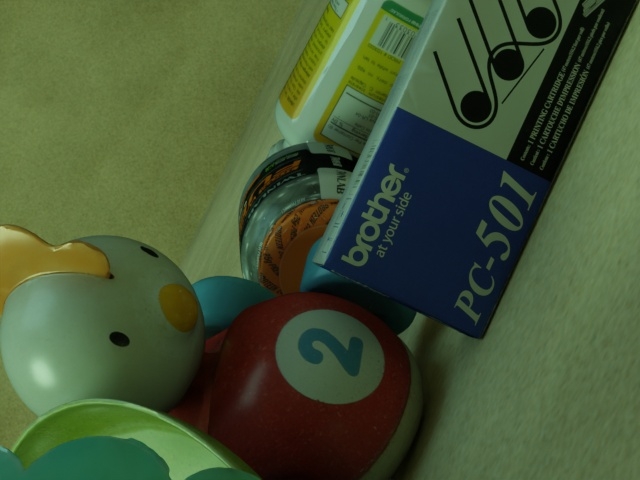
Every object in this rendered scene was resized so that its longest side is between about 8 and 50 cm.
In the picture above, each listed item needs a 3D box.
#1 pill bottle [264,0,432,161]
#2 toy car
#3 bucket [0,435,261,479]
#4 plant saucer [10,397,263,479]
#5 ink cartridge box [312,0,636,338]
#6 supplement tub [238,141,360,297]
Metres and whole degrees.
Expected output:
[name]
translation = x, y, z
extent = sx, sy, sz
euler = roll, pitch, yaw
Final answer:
[pill bottle]
translation = 0.036, -0.118, 1.237
extent = 0.208, 0.118, 0.117
euler = -61, 9, 22
[toy car]
translation = -0.084, 0.064, 0.876
extent = 0.210, 0.238, 0.219
euler = -20, 42, 36
[bucket]
translation = -0.104, 0.236, 0.613
extent = 0.281, 0.281, 0.183
euler = -60, 14, 29
[plant saucer]
translation = -0.074, 0.189, 0.795
extent = 0.037, 0.241, 0.241
euler = -22, -28, -48
[ink cartridge box]
translation = 0.084, -0.060, 0.858
extent = 0.207, 0.097, 0.046
euler = -65, 9, -2
[supplement tub]
translation = 0.000, 0.000, 1.113
extent = 0.117, 0.117, 0.190
euler = -63, 9, 9
